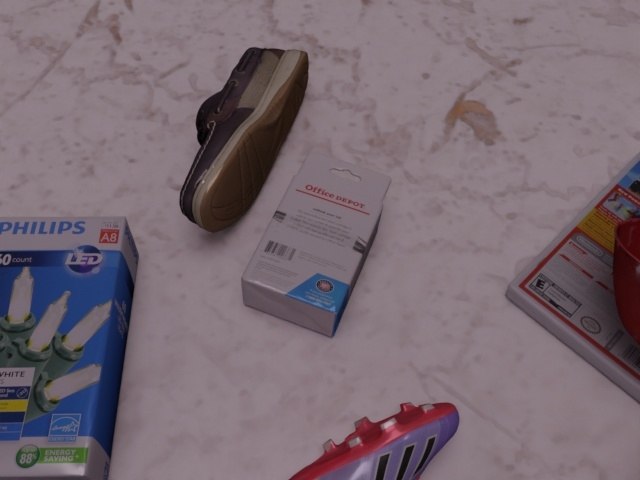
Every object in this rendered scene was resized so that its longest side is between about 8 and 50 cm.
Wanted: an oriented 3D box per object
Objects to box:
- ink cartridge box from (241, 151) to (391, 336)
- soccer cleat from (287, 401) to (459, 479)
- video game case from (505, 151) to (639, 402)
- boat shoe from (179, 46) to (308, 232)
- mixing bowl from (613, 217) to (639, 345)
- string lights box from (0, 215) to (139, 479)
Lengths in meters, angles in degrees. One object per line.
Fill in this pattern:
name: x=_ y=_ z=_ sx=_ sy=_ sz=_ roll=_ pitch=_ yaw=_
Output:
ink cartridge box: x=0.000 y=0.000 z=0.774 sx=0.104 sy=0.060 sz=0.180 roll=20 pitch=59 yaw=10
soccer cleat: x=0.024 y=0.224 z=0.631 sx=0.248 sy=0.083 sz=0.095 roll=-25 pitch=86 yaw=-21
video game case: x=0.369 y=0.032 z=0.792 sx=0.204 sy=0.025 sz=0.285 roll=41 pitch=65 yaw=21
boat shoe: x=-0.097 y=-0.126 z=0.832 sx=0.093 sy=0.102 sz=0.285 roll=15 pitch=54 yaw=13
mixing bowl: x=0.354 y=0.060 z=0.682 sx=0.182 sy=0.098 sz=0.181 roll=8 pitch=25 yaw=-4
string lights box: x=-0.258 y=0.103 z=0.685 sx=0.134 sy=0.076 sz=0.259 roll=-1 pitch=57 yaw=-2
